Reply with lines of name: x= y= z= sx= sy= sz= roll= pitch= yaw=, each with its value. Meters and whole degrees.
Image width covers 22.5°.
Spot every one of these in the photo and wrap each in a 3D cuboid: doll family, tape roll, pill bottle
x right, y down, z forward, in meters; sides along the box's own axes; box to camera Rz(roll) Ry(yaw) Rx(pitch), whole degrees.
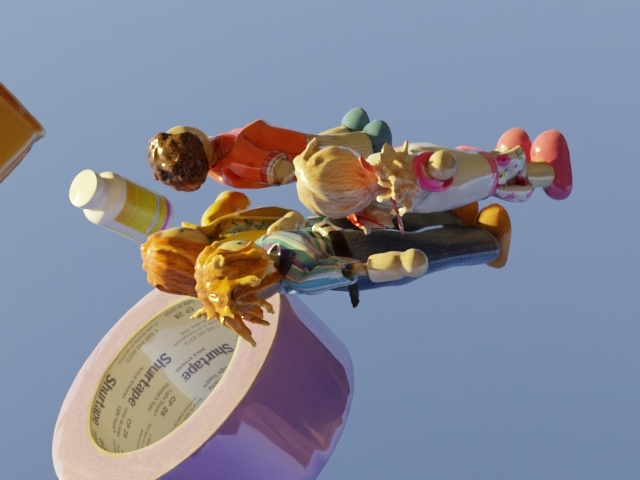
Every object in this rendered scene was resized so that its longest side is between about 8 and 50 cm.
doll family: x=0.000 y=0.000 z=0.818 sx=0.163 sy=0.118 sz=0.263 roll=-8 pitch=-171 yaw=-28
tape roll: x=-0.076 y=0.106 z=1.031 sx=0.189 sy=0.080 sz=0.189 roll=-30 pitch=-146 yaw=22
pill bottle: x=-0.158 y=-0.028 z=1.275 sx=0.083 sy=0.043 sz=0.043 roll=27 pitch=-167 yaw=-47

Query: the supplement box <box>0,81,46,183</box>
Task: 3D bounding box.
supplement box: x=-0.171 y=0.032 z=0.379 sx=0.080 sy=0.078 sz=0.233 roll=47 pitch=-126 yaw=-10
